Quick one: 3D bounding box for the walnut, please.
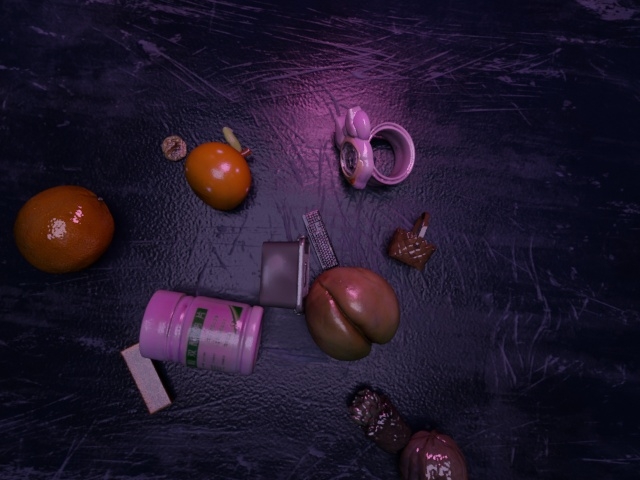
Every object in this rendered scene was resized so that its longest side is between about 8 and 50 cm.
[{"bbox_3d":[0.346,0.705,1.313,0.223,0.224,0.225,0,87,-3],"label":"walnut"}]

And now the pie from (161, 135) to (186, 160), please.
[{"bbox_3d":[-0.478,-0.302,1.404,0.084,0.020,0.085,0,87,-4],"label":"pie"}]

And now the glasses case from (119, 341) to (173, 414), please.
[{"bbox_3d":[-0.542,0.426,1.345,0.075,0.049,0.218,-26,89,-11],"label":"glasses case"}]

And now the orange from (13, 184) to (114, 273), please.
[{"bbox_3d":[-0.748,-0.035,1.270,0.263,0.264,0.265,0,87,-3],"label":"orange"}]

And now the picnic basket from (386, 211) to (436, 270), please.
[{"bbox_3d":[0.307,-0.007,1.378,0.137,0.128,0.179,25,95,-3],"label":"picnic basket"}]

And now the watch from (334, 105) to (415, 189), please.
[{"bbox_3d":[0.174,-0.294,1.378,0.217,0.210,0.249,-10,96,-22],"label":"watch"}]

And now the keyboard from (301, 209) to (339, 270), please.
[{"bbox_3d":[0.000,0.000,1.420,0.063,0.010,0.198,-21,88,-6],"label":"keyboard"}]

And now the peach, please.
[{"bbox_3d":[0.090,0.214,1.301,0.291,0.247,0.293,2,101,12],"label":"peach"}]

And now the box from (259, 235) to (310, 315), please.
[{"bbox_3d":[-0.109,0.107,1.341,0.134,0.163,0.244,1,88,6],"label":"box"}]

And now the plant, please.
[{"bbox_3d":[0.185,0.560,1.341,0.129,0.132,0.194,-45,95,-7],"label":"plant"}]

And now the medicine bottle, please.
[{"bbox_3d":[-0.344,0.275,1.285,0.324,0.212,0.212,11,86,-3],"label":"medicine bottle"}]

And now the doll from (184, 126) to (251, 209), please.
[{"bbox_3d":[-0.295,-0.223,1.328,0.213,0.213,0.236,40,72,-1],"label":"doll"}]
